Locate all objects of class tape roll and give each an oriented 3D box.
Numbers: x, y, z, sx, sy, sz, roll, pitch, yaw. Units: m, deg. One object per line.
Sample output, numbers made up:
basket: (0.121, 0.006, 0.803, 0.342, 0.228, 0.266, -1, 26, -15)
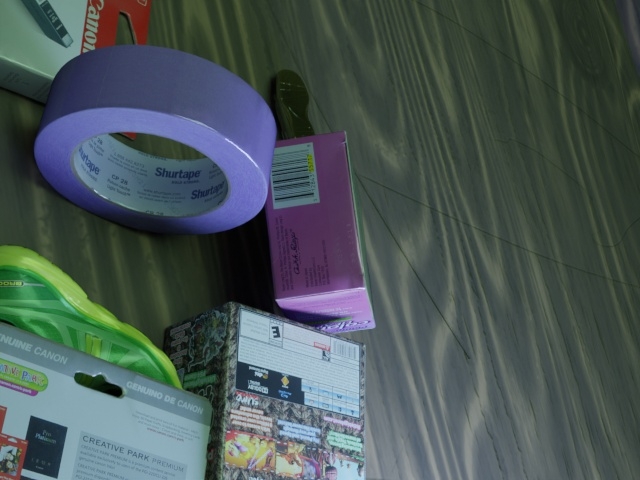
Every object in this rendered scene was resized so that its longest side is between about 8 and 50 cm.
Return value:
tape roll: (-0.193, -0.110, 1.159, 0.274, 0.274, 0.090, 28, 56, -34)

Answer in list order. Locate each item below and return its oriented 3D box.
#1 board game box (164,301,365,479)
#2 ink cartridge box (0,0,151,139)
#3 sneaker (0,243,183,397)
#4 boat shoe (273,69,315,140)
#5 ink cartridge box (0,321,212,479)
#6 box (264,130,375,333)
board game box: (-0.072, 0.254, 1.219, 0.232, 0.141, 0.291, 22, 58, -37)
ink cartridge box: (-0.323, -0.312, 1.271, 0.261, 0.066, 0.296, 20, 60, -37)
sneaker: (-0.281, 0.130, 1.111, 0.295, 0.109, 0.123, 42, 65, -22)
boat shoe: (-0.045, -0.194, 1.520, 0.056, 0.048, 0.153, -5, 69, -33)
ink cartridge box: (-0.282, 0.261, 1.016, 0.309, 0.130, 0.272, 29, 53, -34)
box: (0.000, 0.000, 1.328, 0.243, 0.117, 0.214, 67, 15, -72)
